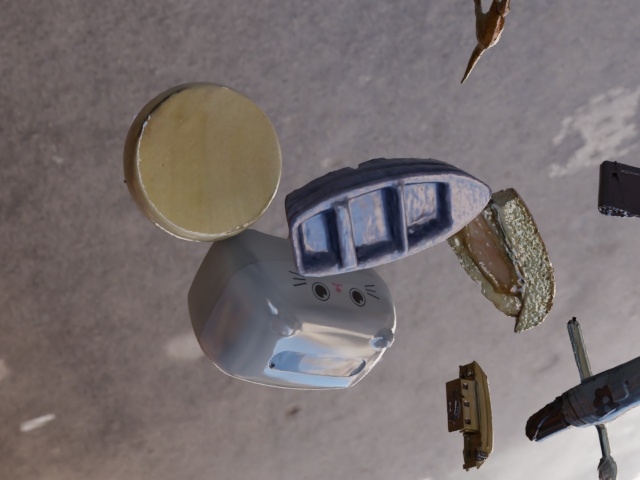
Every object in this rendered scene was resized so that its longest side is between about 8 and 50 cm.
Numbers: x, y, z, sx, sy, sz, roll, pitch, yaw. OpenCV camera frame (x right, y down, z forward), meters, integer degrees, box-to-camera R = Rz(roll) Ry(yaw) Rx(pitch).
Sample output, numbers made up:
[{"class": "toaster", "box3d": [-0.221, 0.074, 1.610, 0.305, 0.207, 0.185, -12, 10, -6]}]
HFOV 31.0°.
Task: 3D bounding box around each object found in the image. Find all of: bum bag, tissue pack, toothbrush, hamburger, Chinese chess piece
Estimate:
[{"class": "bum bag", "box3d": [0.501, -0.066, 1.760, 0.159, 0.109, 0.026, 14, 137, 4]}, {"class": "tissue pack", "box3d": [-0.039, 0.131, 1.952, 0.333, 0.236, 0.229, 11, 121, -36]}, {"class": "toothbrush", "box3d": [0.377, 0.227, 1.597, 0.028, 0.026, 0.294, -36, 122, -36]}, {"class": "hamburger", "box3d": [0.299, 0.024, 1.784, 0.135, 0.207, 0.155, -35, 180, 18]}, {"class": "Chinese chess piece", "box3d": [-0.184, -0.122, 1.808, 0.251, 0.250, 0.097, -12, -175, -19]}]

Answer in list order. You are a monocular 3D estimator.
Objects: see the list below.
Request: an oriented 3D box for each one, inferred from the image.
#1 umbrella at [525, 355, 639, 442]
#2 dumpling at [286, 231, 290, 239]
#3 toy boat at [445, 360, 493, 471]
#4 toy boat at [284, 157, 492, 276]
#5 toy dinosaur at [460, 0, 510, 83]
[{"class": "umbrella", "box3d": [0.326, 0.167, 1.272, 0.053, 0.052, 0.250, 15, 144, -35]}, {"class": "dumpling", "box3d": [-0.012, 0.003, 2.180, 0.105, 0.216, 0.149, 8, 107, -3]}, {"class": "toy boat", "box3d": [0.269, 0.317, 2.095, 0.077, 0.200, 0.057, 12, 155, -31]}, {"class": "toy boat", "box3d": [0.088, -0.039, 1.524, 0.283, 0.078, 0.127, -16, 120, -14]}, {"class": "toy dinosaur", "box3d": [0.227, -0.275, 1.582, 0.039, 0.126, 0.162, 8, 112, -8]}]
